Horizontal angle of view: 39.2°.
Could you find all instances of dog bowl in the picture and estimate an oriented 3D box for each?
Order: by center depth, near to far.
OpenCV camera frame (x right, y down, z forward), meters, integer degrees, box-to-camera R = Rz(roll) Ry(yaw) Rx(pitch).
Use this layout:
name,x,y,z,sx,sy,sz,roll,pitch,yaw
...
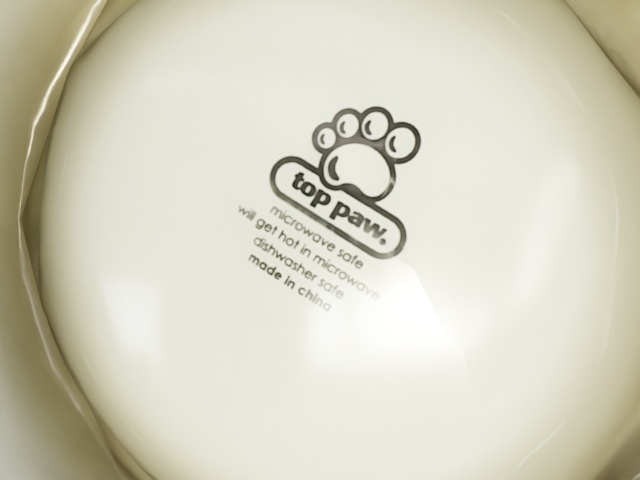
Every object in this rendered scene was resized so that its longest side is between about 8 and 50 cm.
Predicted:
name,x,y,z,sx,sy,sz,roll,pitch,yaw
dog bowl,0.000,0.000,0.356,0.408,0.408,0.150,-28,-3,14
